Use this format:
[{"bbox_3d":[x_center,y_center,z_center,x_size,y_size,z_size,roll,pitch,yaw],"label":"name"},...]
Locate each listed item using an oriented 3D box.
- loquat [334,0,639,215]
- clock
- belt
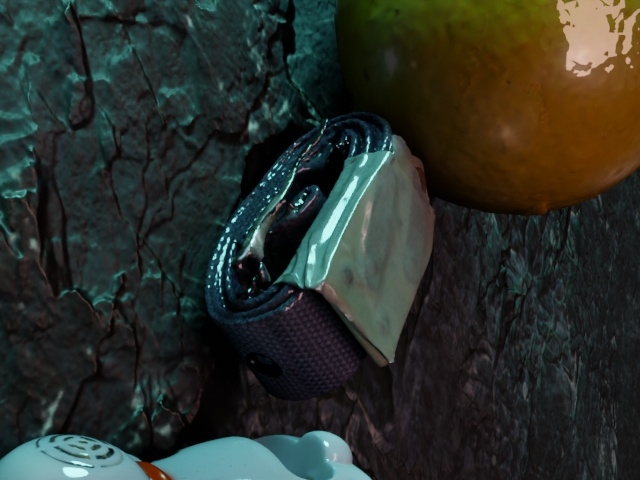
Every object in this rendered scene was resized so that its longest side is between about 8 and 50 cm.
[{"bbox_3d":[0.155,-0.159,0.860,0.328,0.328,0.359,6,124,-55],"label":"loquat"},{"bbox_3d":[-0.101,0.192,0.568,0.254,0.189,0.189,16,73,-40],"label":"clock"},{"bbox_3d":[0.000,0.000,0.740,0.126,0.140,0.230,59,45,-35],"label":"belt"}]
